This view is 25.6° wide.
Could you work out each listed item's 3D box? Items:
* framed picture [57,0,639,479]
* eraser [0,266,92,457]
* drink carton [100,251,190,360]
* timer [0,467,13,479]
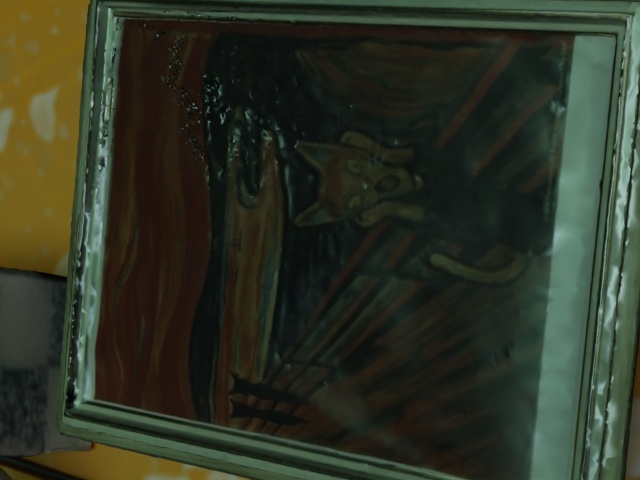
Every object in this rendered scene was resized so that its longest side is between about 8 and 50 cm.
[{"bbox_3d":[0.000,0.000,0.576,0.273,0.016,0.217,6,95,30],"label":"framed picture"},{"bbox_3d":[-0.314,0.064,0.769,0.403,0.096,0.098,-1,84,26],"label":"eraser"},{"bbox_3d":[0.010,0.009,0.632,0.222,0.071,0.096,-1,86,26],"label":"drink carton"},{"bbox_3d":[-0.177,0.246,0.606,0.195,0.194,0.192,39,123,23],"label":"timer"}]
